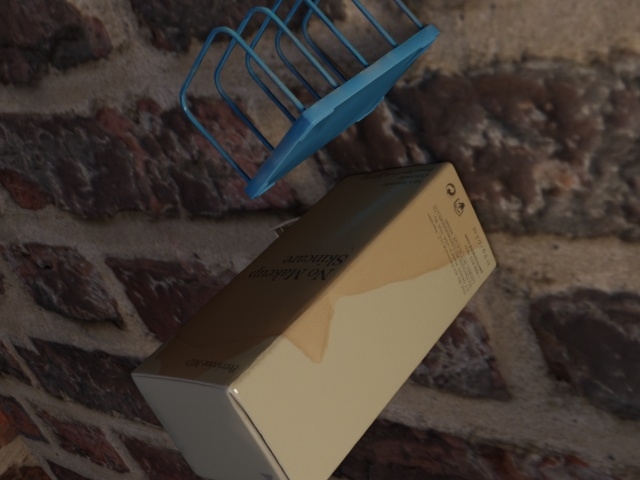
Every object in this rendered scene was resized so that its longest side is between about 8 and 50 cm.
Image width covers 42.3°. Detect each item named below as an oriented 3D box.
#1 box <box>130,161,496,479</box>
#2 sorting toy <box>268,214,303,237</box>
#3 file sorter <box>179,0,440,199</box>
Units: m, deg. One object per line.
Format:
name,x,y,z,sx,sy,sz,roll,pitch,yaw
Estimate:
box,0.007,0.067,0.723,0.148,0.311,0.121,-4,121,46
sorting toy,0.000,0.000,0.897,0.075,0.045,0.083,-24,107,44
file sorter,-0.012,-0.138,0.670,0.104,0.170,0.118,49,143,2
